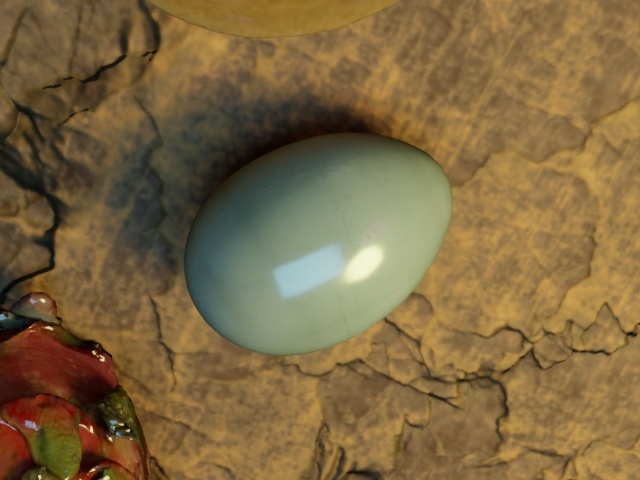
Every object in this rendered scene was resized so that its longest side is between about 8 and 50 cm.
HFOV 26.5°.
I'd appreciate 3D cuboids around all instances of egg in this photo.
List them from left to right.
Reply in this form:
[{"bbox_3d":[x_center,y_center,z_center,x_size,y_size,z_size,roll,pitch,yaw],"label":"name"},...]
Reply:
[{"bbox_3d":[0.000,0.000,1.005,0.209,0.151,0.151,-25,117,0],"label":"egg"}]

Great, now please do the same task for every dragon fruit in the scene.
[{"bbox_3d":[-0.269,0.239,1.041,0.296,0.263,0.314,-13,118,2],"label":"dragon fruit"}]

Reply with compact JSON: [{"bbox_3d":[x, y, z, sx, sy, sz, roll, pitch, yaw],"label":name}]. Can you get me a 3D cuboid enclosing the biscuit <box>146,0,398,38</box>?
[{"bbox_3d":[0.030,-0.325,0.889,0.455,0.078,0.350,-40,118,15],"label":"biscuit"}]
